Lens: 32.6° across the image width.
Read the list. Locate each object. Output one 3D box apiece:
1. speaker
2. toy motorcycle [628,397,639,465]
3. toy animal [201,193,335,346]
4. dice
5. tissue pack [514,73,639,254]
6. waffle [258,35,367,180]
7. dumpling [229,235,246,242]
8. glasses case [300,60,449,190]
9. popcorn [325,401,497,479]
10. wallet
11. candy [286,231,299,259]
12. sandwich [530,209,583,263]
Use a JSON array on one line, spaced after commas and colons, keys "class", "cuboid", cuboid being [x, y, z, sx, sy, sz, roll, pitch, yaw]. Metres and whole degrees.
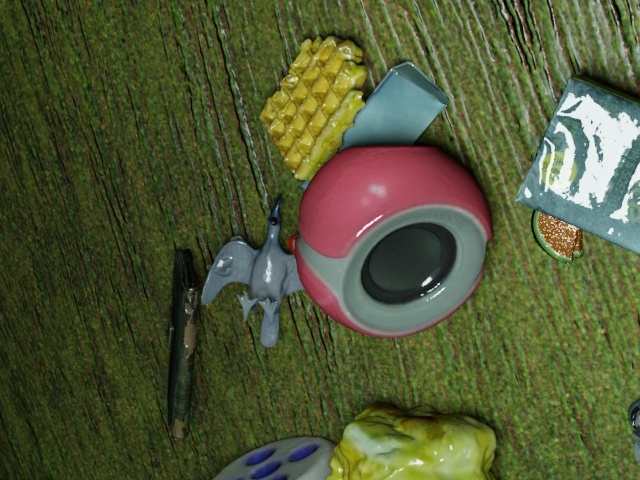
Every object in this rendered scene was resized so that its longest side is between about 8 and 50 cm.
[{"class": "speaker", "cuboid": [0.103, 0.002, 1.603, 0.294, 0.294, 0.294, 13, 116, 28]}, {"class": "toy motorcycle", "cuboid": [0.539, 0.328, 1.588, 0.225, 0.073, 0.152, 27, 123, 22]}, {"class": "toy animal", "cuboid": [-0.076, 0.061, 1.845, 0.239, 0.176, 0.255, 12, 135, 8]}, {"class": "dice", "cuboid": [-0.044, 0.510, 1.922, 0.243, 0.251, 0.259, -16, 101, 37]}, {"class": "tissue pack", "cuboid": [0.414, -0.088, 1.450, 0.257, 0.081, 0.185, 24, 110, 10]}, {"class": "waffle", "cuboid": [-0.003, -0.220, 1.676, 0.211, 0.055, 0.160, -57, 46, 30]}, {"class": "dumpling", "cuboid": [-0.147, 0.027, 1.918, 0.059, 0.043, 0.077, 18, 136, 44]}, {"class": "glasses case", "cuboid": [0.083, -0.156, 1.696, 0.105, 0.056, 0.266, 31, 127, -11]}, {"class": "popcorn", "cuboid": [0.160, 0.415, 1.756, 0.312, 0.312, 0.312, 13, 116, 28]}, {"class": "wallet", "cuboid": [-0.253, 0.188, 1.986, 0.044, 0.169, 0.317, 0, 117, -13]}, {"class": "candy", "cuboid": [0.000, 0.000, 1.760, 0.038, 0.122, 0.062, -21, 98, 36]}, {"class": "sandwich", "cuboid": [0.347, -0.013, 1.598, 0.101, 0.026, 0.069, 41, 121, 8]}]
